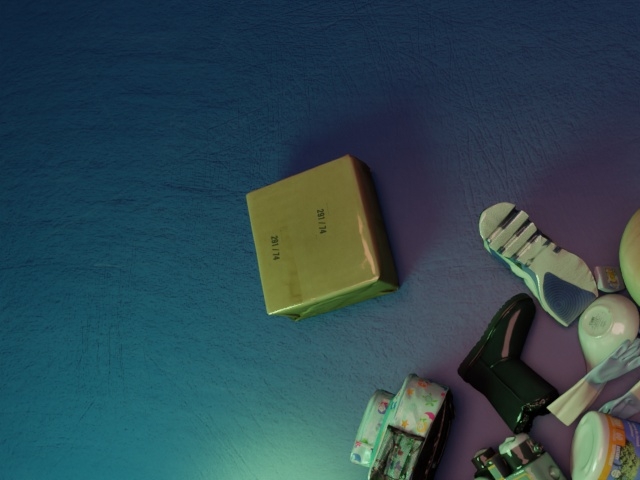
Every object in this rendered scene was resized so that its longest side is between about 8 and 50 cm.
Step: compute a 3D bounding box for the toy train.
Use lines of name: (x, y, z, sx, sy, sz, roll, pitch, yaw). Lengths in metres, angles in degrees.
toy train: (0.445, 0.548, 1.418, 0.190, 0.142, 0.334, -47, 66, 36)

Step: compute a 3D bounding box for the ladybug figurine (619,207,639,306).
ladybug figurine: (0.771, 0.022, 1.370, 0.449, 0.161, 0.305, -25, 52, -16)

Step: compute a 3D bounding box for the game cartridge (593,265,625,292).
game cartridge: (0.619, 0.083, 1.519, 0.017, 0.083, 0.055, -23, 69, 53)

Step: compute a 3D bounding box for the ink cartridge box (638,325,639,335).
ink cartridge box: (0.765, 0.173, 1.439, 0.191, 0.082, 0.139, 28, 89, 23)

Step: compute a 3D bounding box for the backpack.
backpack: (0.186, 0.413, 1.530, 0.191, 0.225, 0.253, 23, 81, 20)

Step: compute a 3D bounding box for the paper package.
paper package: (0.000, 0.000, 1.725, 0.310, 0.168, 0.324, -19, 73, 18)

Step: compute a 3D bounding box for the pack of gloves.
pack of gloves: (0.589, 0.298, 1.441, 0.232, 0.195, 0.046, -44, 30, 11)

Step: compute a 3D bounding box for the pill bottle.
pill bottle: (0.637, 0.436, 1.364, 0.272, 0.152, 0.152, 15, 83, 3)

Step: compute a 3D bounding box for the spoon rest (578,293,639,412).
spoon rest: (0.576, 0.241, 1.493, 0.137, 0.084, 0.276, 23, 85, 59)

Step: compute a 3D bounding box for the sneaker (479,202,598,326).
sneaker: (0.463, 0.027, 1.568, 0.127, 0.182, 0.315, -44, 96, 9)

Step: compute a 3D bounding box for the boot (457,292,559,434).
boot: (0.432, 0.263, 1.509, 0.246, 0.094, 0.207, -55, 46, 9)
